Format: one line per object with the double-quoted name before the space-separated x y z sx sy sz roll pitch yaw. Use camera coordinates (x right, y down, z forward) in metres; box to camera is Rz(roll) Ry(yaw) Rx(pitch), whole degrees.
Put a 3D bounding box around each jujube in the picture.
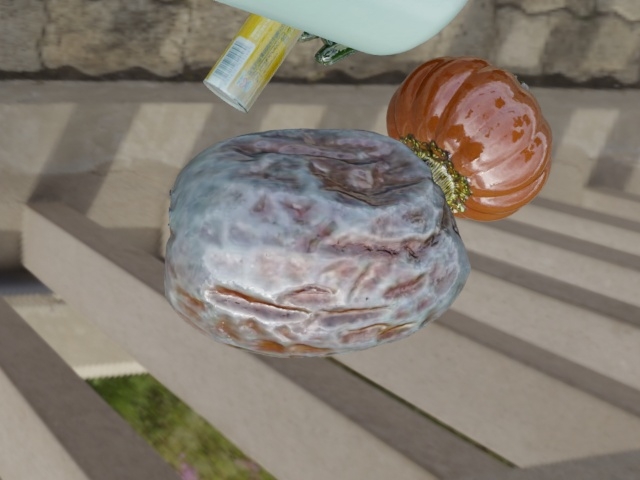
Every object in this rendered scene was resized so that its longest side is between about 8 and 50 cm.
"jujube" -0.001 0.006 1.322 0.308 0.246 0.215 6 124 -3

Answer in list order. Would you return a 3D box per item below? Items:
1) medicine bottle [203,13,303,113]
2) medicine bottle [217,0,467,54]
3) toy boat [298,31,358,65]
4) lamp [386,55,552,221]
"medicine bottle" -0.047 -0.250 1.468 0.074 0.074 0.218 37 85 -27
"medicine bottle" -0.032 -0.181 0.613 0.225 0.139 0.139 13 94 -34
"toy boat" 0.061 -0.308 1.670 0.210 0.052 0.104 -27 86 -3
"lamp" 0.184 -0.127 1.612 0.196 0.223 0.223 -44 116 -24
